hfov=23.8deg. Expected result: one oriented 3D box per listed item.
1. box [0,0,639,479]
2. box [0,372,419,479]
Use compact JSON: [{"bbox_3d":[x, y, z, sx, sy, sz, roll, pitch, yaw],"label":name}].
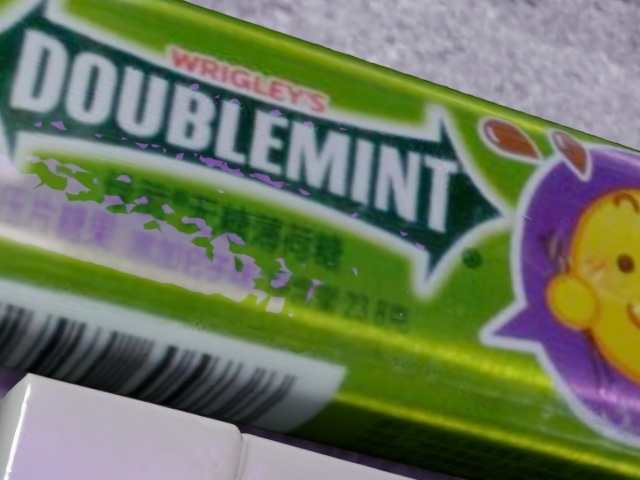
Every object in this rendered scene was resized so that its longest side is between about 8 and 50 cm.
[{"bbox_3d":[0.000,0.000,0.517,0.346,0.097,0.134,17,66,-16],"label":"box"},{"bbox_3d":[-0.001,0.149,0.478,0.243,0.067,0.155,17,64,-17],"label":"box"}]
